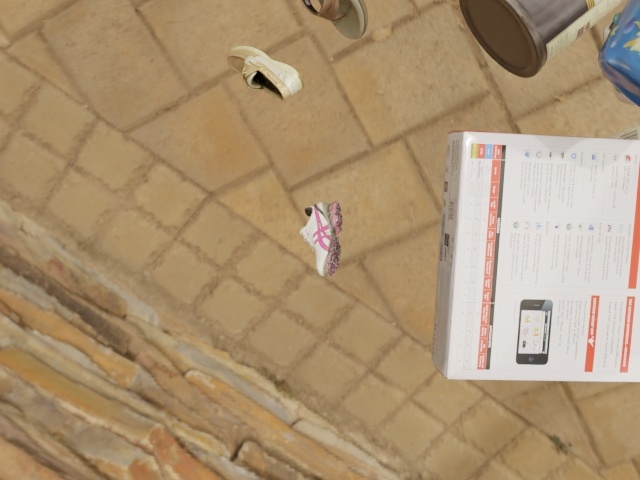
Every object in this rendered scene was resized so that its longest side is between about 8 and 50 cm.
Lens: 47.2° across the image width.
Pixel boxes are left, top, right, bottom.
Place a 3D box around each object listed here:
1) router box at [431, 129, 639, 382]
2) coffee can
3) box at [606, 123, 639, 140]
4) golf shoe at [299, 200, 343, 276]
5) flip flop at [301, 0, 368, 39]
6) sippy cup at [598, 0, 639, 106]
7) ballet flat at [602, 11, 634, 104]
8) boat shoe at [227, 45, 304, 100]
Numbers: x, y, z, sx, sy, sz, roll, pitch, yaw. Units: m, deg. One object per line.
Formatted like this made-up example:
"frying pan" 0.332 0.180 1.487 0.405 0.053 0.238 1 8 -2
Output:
"router box" 0.318 0.024 1.009 0.301 0.082 0.335 3 96 -6
"coffee can" 0.407 -0.444 1.259 0.275 0.201 0.201 -39 106 -3
"box" 0.692 -0.099 1.513 0.094 0.113 0.275 -23 116 32
"golf shoe" 0.000 0.000 1.517 0.086 0.186 0.067 -4 139 10
"flip flop" -0.002 -0.453 1.308 0.112 0.277 0.080 29 81 32
"sippy cup" 0.407 -0.220 0.719 0.306 0.240 0.224 27 106 -36
"ballet flat" 0.551 -0.277 0.990 0.401 0.139 0.139 -18 113 -14
"boat shoe" -0.087 -0.235 1.029 0.135 0.045 0.050 27 153 32
